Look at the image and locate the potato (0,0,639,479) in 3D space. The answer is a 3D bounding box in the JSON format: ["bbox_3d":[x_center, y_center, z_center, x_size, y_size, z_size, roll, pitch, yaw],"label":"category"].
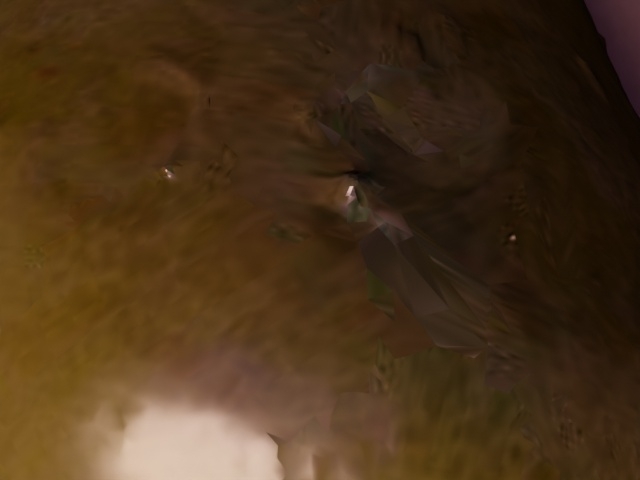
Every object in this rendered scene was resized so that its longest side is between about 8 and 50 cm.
[{"bbox_3d":[-0.017,-0.008,0.489,0.270,0.219,0.359,8,53,-28],"label":"potato"}]
